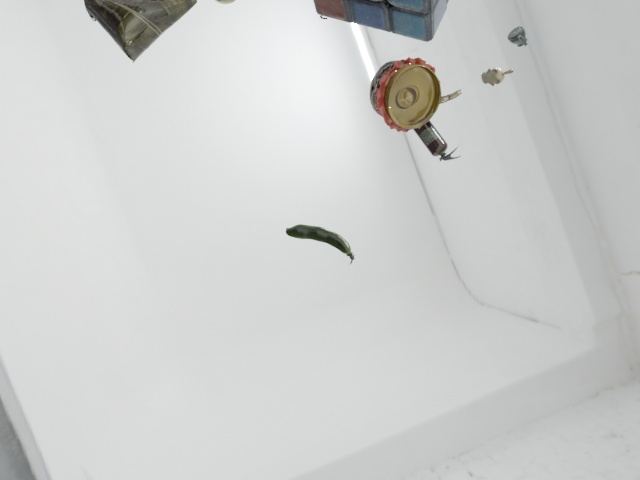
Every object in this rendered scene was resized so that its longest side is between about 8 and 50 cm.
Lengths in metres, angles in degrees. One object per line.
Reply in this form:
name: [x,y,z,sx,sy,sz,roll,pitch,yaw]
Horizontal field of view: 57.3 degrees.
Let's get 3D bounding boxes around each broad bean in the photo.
broad bean: [0.003,-0.005,1.709,0.226,0.069,0.039,25,0,17]

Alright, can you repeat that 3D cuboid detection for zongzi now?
zongzi: [-0.377,-0.490,1.206,0.187,0.184,0.084,46,-6,12]

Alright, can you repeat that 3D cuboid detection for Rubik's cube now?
Rubik's cube: [0.176,-0.761,1.443,0.362,0.359,0.363,24,-12,15]

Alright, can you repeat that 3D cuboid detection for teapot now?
teapot: [0.752,-0.763,2.211,0.057,0.066,0.088,35,23,-31]

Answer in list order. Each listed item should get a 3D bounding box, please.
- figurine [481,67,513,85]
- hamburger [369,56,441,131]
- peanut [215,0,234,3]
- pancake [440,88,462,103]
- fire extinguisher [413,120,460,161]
figurine: [0.467,-0.437,1.549,0.083,0.050,0.047,-141,-145,-67]
hamburger: [0.193,-0.355,1.392,0.137,0.175,0.175,-128,-161,-56]
peanut: [-0.233,-0.657,1.291,0.123,0.123,0.257,-134,-156,-70]
pancake: [0.396,-0.526,2.198,0.257,0.212,0.056,8,-62,66]
fire extinguisher: [0.426,-0.382,2.170,0.231,0.099,0.071,56,11,16]
